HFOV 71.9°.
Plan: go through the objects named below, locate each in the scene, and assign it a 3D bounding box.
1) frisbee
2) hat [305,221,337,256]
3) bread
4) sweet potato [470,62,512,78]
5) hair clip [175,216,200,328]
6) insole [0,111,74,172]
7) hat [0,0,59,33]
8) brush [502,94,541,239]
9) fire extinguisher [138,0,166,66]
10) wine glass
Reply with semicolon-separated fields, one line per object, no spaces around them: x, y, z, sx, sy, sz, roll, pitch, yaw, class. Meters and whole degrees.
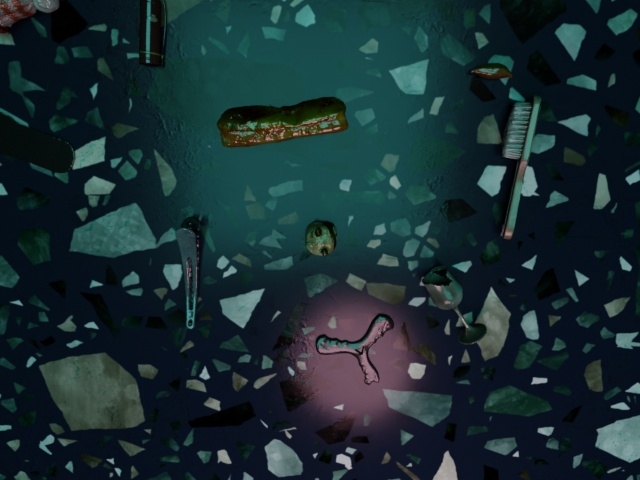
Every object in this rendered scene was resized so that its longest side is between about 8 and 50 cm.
0.113;0.296;1.148;0.211;0.012;0.187;-25;104;4;frisbee
0.001;0.000;1.046;0.076;0.059;0.077;5;109;2;hat
-0.079;-0.253;0.939;0.271;0.139;0.077;-6;114;2;bread
0.378;-0.373;0.970;0.095;0.034;0.034;3;104;-6;sweet potato
-0.310;0.085;1.064;0.048;0.083;0.275;0;112;-7;hair clip
-0.712;-0.240;0.992;0.322;0.007;0.109;21;105;-7;insole
-0.622;-0.485;0.895;0.162;0.112;0.093;-22;132;-6;hat
0.442;-0.164;1.016;0.065;0.070;0.327;9;107;15;brush
-0.357;-0.451;0.928;0.064;0.043;0.158;-2;107;-32;fire extinguisher
0.327;0.158;1.084;0.079;0.079;0.195;-34;104;7;wine glass
